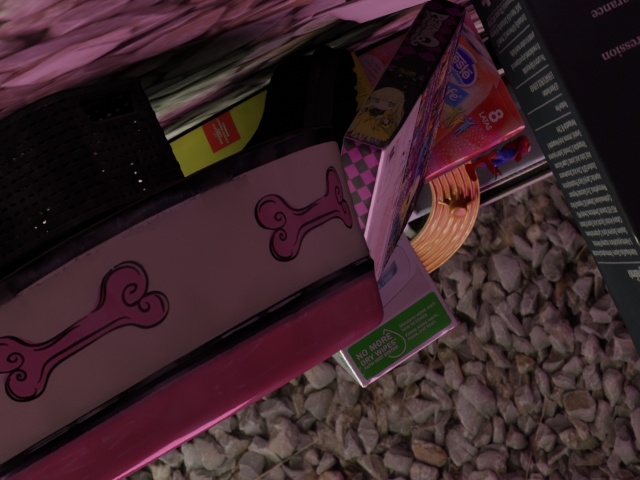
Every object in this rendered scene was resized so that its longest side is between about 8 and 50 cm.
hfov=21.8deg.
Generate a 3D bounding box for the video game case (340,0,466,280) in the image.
[{"bbox_3d":[0.058,-0.064,1.452,0.232,0.041,0.210,100,15,-46],"label":"video game case"}]

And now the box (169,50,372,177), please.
[{"bbox_3d":[-0.063,-0.105,1.608,0.232,0.058,0.087,-25,180,33],"label":"box"}]

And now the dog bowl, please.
[{"bbox_3d":[-0.132,0.081,1.223,0.408,0.150,0.408,-31,176,-2],"label":"dog bowl"}]

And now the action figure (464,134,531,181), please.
[{"bbox_3d":[0.188,-0.085,1.700,0.038,0.030,0.115,-35,178,36],"label":"action figure"}]

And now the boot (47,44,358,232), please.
[{"bbox_3d":[-0.114,-0.038,1.492,0.260,0.348,0.131,13,-145,2],"label":"boot"}]

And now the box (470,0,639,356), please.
[{"bbox_3d":[0.329,-0.107,1.277,0.293,0.396,0.212,-25,179,-1],"label":"box"}]

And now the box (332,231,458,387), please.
[{"bbox_3d":[0.000,0.000,1.740,0.126,0.231,0.262,-33,-163,-5],"label":"box"}]

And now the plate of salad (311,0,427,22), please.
[{"bbox_3d":[0.086,-0.186,1.083,0.199,0.048,0.200,-17,-173,2],"label":"plate of salad"}]

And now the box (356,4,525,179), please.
[{"bbox_3d":[0.096,-0.132,1.762,0.154,0.142,0.300,-27,180,-6],"label":"box"}]

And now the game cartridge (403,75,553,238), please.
[{"bbox_3d":[0.209,-0.153,2.154,0.355,0.230,0.068,-26,142,17],"label":"game cartridge"}]

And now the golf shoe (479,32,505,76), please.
[{"bbox_3d":[0.190,-0.223,2.102,0.198,0.077,0.094,-27,161,19],"label":"golf shoe"}]

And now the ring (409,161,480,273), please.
[{"bbox_3d":[0.032,-0.035,2.065,0.336,0.336,0.032,-25,-138,19],"label":"ring"}]

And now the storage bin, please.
[{"bbox_3d":[-0.196,-0.032,1.127,0.180,0.084,0.122,-25,180,29],"label":"storage bin"}]
